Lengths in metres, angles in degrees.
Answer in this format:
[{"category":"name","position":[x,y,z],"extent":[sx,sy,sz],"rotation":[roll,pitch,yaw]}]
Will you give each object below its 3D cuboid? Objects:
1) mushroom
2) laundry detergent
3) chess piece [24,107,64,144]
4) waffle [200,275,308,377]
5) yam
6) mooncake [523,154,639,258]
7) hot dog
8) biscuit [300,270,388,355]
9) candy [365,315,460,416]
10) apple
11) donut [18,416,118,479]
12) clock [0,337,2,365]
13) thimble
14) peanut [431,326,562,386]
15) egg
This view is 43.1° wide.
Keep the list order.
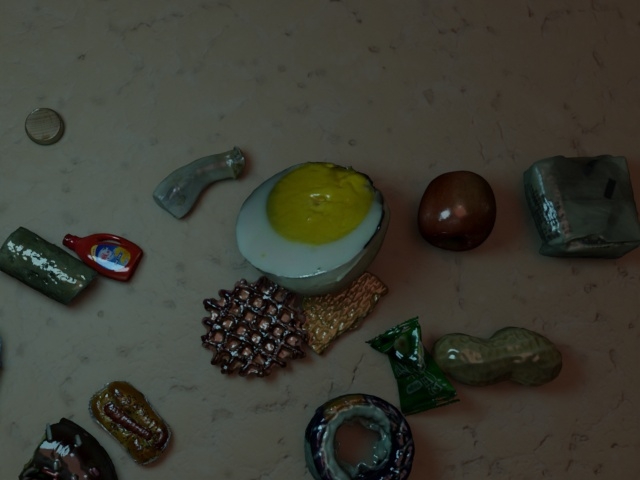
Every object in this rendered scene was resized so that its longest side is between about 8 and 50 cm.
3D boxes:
[{"category":"mushroom","position":[-0.268,-0.139,1.815],"extent":[0.223,0.081,0.092],"rotation":[-35,67,-16]},{"category":"laundry detergent","position":[-0.477,0.023,1.762],"extent":[0.165,0.049,0.097],"rotation":[24,59,-2]},{"category":"chess piece","position":[-0.614,-0.253,1.803],"extent":[0.083,0.038,0.084],"rotation":[2,78,-11]},{"category":"waffle","position":[-0.147,0.190,1.772],"extent":[0.234,0.055,0.221],"rotation":[-17,78,-8]},{"category":"yam","position":[-0.574,0.059,1.708],"extent":[0.194,0.107,0.107],"rotation":[30,75,-3]},{"category":"mooncake","position":[0.610,-0.076,1.912],"extent":[0.250,0.136,0.254],"rotation":[-3,74,-12]},{"category":"hot dog","position":[-0.396,0.377,1.698],"extent":[0.108,0.059,0.191],"rotation":[-44,90,-10]},{"category":"biscuit","position":[0.034,0.143,1.826],"extent":[0.144,0.033,0.224],"rotation":[45,76,6]},{"category":"candy","position":[0.206,0.279,1.784],"extent":[0.078,0.141,0.203],"rotation":[-22,85,-46]},{"category":"apple","position":[0.307,-0.066,1.841],"extent":[0.181,0.181,0.168],"rotation":[4,70,-8]},{"category":"donut","position":[-0.546,0.552,1.599],"extent":[0.259,0.136,0.345],"rotation":[45,77,5]},{"category":"clock","position":[-0.751,0.242,1.649],"extent":[0.194,0.100,0.195],"rotation":[1,81,-13]},{"category":"thimble","position":[0.076,0.441,1.713],"extent":[0.237,0.150,0.237],"rotation":[2,80,-10]},{"category":"peanut","position":[0.394,0.260,1.818],"extent":[0.298,0.120,0.136],"rotation":[0,55,-8]},{"category":"egg","position":[0.000,0.000,1.758],"extent":[0.337,0.201,0.337],"rotation":[-12,48,14]}]
